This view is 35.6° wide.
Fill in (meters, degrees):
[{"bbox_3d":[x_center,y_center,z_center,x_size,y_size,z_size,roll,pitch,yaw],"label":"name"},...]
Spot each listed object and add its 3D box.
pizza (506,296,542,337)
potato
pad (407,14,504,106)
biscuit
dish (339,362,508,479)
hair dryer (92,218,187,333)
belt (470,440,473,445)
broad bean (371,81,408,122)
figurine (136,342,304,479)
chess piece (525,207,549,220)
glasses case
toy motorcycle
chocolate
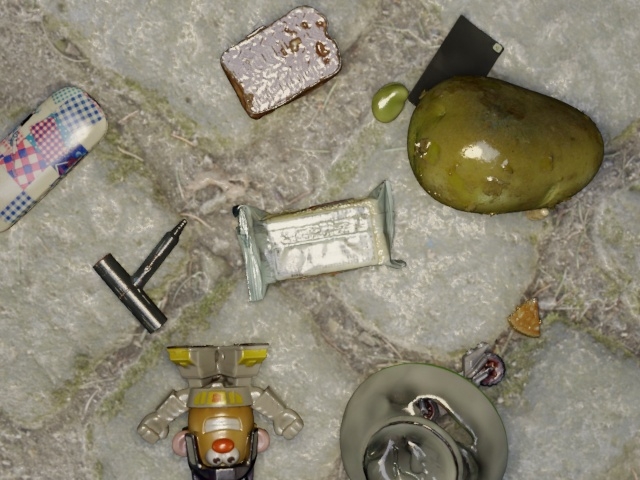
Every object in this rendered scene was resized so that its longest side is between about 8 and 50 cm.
[{"bbox_3d":[0.400,0.147,1.934,0.083,0.025,0.078,32,76,-20],"label":"pizza"},{"bbox_3d":[0.339,-0.163,1.810,0.359,0.219,0.270,9,53,-5],"label":"potato"},{"bbox_3d":[0.259,-0.319,1.904,0.116,0.004,0.193,33,92,-20],"label":"pad"},{"bbox_3d":[-0.001,-0.005,1.892,0.309,0.079,0.186,-12,91,0],"label":"biscuit"},{"bbox_3d":[0.176,0.397,1.835,0.324,0.124,0.324,4,105,17],"label":"dish"},{"bbox_3d":[-0.306,0.055,1.908,0.195,0.050,0.173,-39,95,-3],"label":"hair dryer"},{"bbox_3d":[0.307,0.461,1.927,0.100,0.065,0.179,27,92,8],"label":"belt"},{"bbox_3d":[0.131,-0.264,1.902,0.063,0.045,0.083,34,97,-22],"label":"broad bean"},{"bbox_3d":[-0.184,0.331,1.871,0.308,0.143,0.308,0,91,17],"label":"figurine"},{"bbox_3d":[0.415,-0.054,1.890,0.035,0.092,0.035,0,92,-2],"label":"chess piece"},{"bbox_3d":[-0.541,-0.150,1.876,0.327,0.076,0.125,-43,94,2],"label":"glasses case"},{"bbox_3d":[0.243,0.263,1.911,0.215,0.080,0.122,-31,96,-3],"label":"toy motorcycle"},{"bbox_3d":[-0.070,-0.334,1.869,0.214,0.093,0.148,-28,94,1],"label":"chocolate"}]
